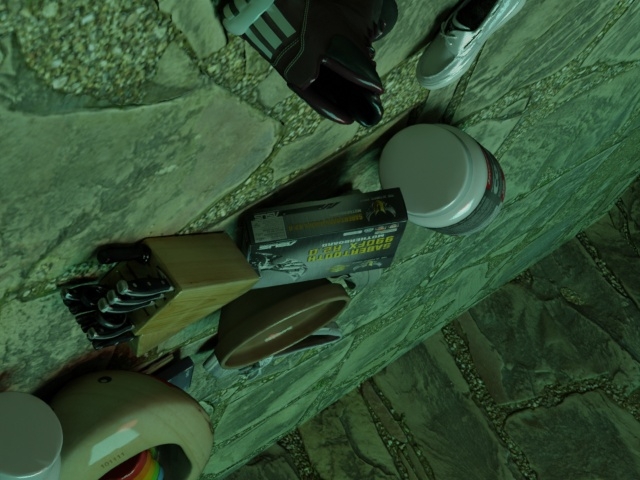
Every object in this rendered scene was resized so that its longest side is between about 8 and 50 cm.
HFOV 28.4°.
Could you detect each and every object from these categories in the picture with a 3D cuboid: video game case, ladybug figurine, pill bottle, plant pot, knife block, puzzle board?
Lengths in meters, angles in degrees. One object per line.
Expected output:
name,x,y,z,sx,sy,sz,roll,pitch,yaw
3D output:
video game case,-0.345,0.301,2.212,0.274,0.026,0.196,-32,169,-16
ladybug figurine,-0.326,0.334,2.010,0.305,0.162,0.449,-32,155,-13
pill bottle,0.191,-0.095,1.974,0.161,0.161,0.283,-39,167,11
plant pot,-0.079,0.107,2.052,0.237,0.110,0.237,-27,167,-7
knife block,-0.198,0.047,1.626,0.275,0.088,0.242,-31,166,-23
puzzle board,-0.312,0.242,2.162,0.128,0.011,0.096,-30,166,-23
pill bottle,-0.458,0.330,1.751,0.169,0.169,0.301,-25,162,-40

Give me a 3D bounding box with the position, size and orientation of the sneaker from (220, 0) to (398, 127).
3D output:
sneaker,0.026,-0.180,1.270,0.106,0.162,0.281,-45,164,29

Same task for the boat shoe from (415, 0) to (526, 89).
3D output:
boat shoe,0.183,-0.267,1.599,0.184,0.066,0.063,-40,152,21

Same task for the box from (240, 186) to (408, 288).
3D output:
box,0.000,0.000,1.845,0.231,0.056,0.183,-9,158,-10

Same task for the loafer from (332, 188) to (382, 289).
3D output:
loafer,0.036,0.013,2.084,0.111,0.112,0.319,-30,158,-8

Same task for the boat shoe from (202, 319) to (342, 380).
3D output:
boat shoe,-0.084,0.189,2.355,0.320,0.103,0.118,-21,159,-49
